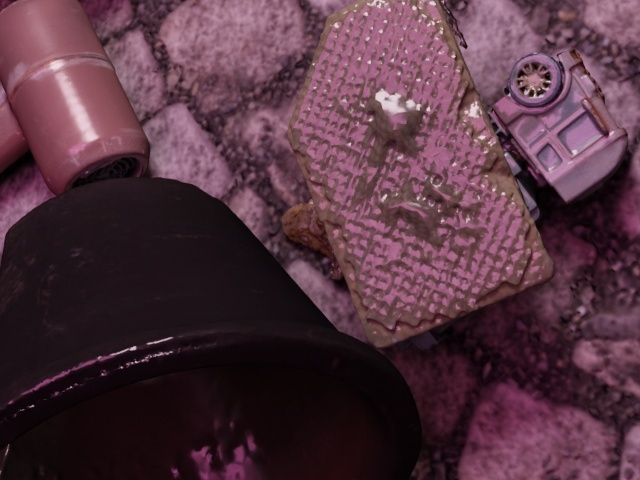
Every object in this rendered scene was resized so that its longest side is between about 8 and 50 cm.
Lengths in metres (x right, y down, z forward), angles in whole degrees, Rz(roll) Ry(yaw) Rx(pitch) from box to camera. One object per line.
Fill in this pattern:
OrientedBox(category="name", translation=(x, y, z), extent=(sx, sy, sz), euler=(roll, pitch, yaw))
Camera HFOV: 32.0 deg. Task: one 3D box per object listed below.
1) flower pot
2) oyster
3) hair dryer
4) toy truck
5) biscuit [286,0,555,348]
OrientedBox(category="flower pot", translation=(-0.125, 0.111, 0.875), extent=(0.379, 0.379, 0.251), euler=(-33, 47, 12))
OrientedBox(category="oyster", translation=(0.000, 0.000, 0.975), extent=(0.083, 0.038, 0.081), euler=(-1, 80, 19))
OrientedBox(category="hair dryer", translation=(-0.329, -0.066, 1.096), extent=(0.344, 0.106, 0.189), euler=(-35, 71, 20))
OrientedBox(category="toy truck", translation=(0.132, -0.029, 0.899), extent=(0.256, 0.108, 0.140), euler=(-37, 82, 12))
OrientedBox(category="biscuit", translation=(0.062, -0.060, 0.834), extent=(0.150, 0.052, 0.252), euler=(-22, 84, 14))
